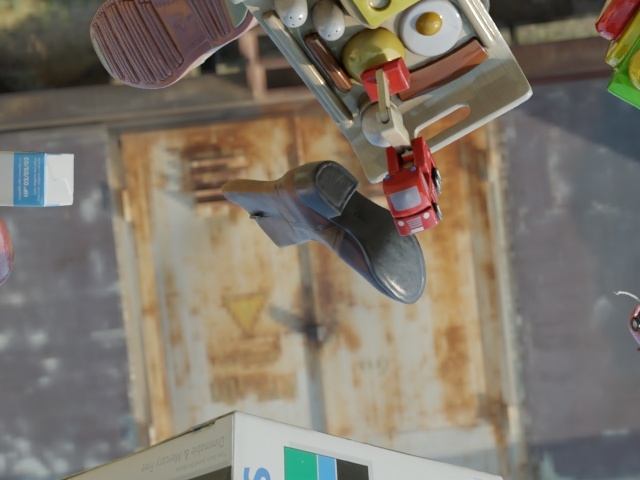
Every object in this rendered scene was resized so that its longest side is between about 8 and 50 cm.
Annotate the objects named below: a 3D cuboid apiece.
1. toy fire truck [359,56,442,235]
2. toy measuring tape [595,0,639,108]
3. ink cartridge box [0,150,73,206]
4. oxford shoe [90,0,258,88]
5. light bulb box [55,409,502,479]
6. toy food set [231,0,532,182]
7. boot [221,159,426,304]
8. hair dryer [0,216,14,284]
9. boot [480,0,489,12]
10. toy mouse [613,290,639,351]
[{"bbox_3d":[0.085,-0.104,1.472,0.047,0.135,0.192,-18,-155,14],"label":"toy fire truck"},{"bbox_3d":[0.311,-0.209,1.209,0.121,0.121,0.330,-5,-156,20],"label":"toy measuring tape"},{"bbox_3d":[-0.377,-0.070,1.533,0.181,0.061,0.104,1,-177,7],"label":"ink cartridge box"},{"bbox_3d":[-0.169,-0.308,1.876,0.397,0.140,0.146,-9,-158,48],"label":"oxford shoe"},{"bbox_3d":[-0.058,0.346,1.374,0.361,0.225,0.358,20,148,-38],"label":"light bulb box"},{"bbox_3d":[0.073,-0.217,1.517,0.220,0.306,0.092,-29,-140,13],"label":"toy food set"},{"bbox_3d":[0.000,0.000,2.039,0.264,0.096,0.280,41,156,-21],"label":"boot"},{"bbox_3d":[-0.429,-0.010,1.448,0.294,0.080,0.224,-2,155,41],"label":"hair dryer"},{"bbox_3d":[0.146,-0.211,1.729,0.082,0.219,0.106,26,-151,-12],"label":"boot"},{"bbox_3d":[0.381,0.106,1.483,0.161,0.143,0.031,14,159,-16],"label":"toy mouse"}]
